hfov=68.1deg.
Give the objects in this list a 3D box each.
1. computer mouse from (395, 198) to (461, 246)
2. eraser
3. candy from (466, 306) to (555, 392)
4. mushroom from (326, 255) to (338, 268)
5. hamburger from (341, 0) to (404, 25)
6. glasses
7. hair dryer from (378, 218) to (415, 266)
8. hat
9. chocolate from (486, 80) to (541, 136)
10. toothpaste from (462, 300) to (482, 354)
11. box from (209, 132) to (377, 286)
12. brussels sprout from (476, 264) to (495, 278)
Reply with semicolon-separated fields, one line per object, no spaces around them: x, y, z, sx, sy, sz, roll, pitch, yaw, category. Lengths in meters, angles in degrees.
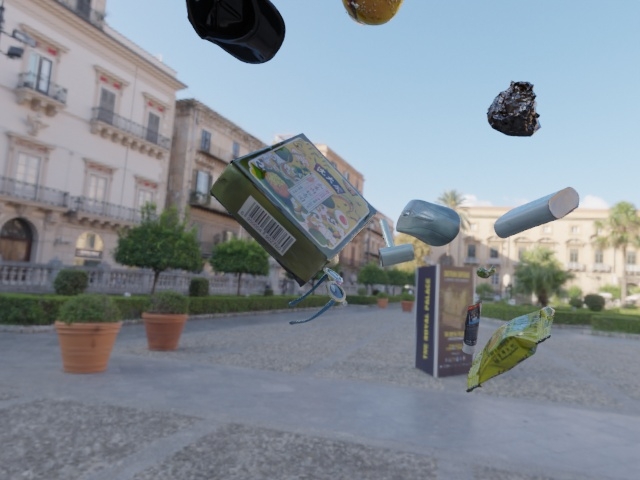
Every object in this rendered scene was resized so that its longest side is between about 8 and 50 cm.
0.467;-0.094;2.156;0.122;0.188;0.371;31;-4;-33;computer mouse
0.710;-0.088;1.566;0.174;0.081;0.227;-25;-2;-30;eraser
0.513;0.292;1.297;0.297;0.081;0.187;-48;-4;33;candy
0.000;0.000;1.859;0.254;0.234;0.260;-14;-12;-5;mushroom
0.194;-0.886;1.621;0.227;0.295;0.151;22;2;-11;hamburger
-0.027;0.186;1.616;0.221;0.088;0.189;-27;26;10;glasses
0.278;-0.002;1.859;0.131;0.236;0.073;-12;-46;1;hair dryer
-0.256;-0.683;1.427;0.336;0.238;0.209;40;13;-15;hat
0.801;-0.555;1.926;0.224;0.206;0.177;37;-31;27;chocolate
0.530;0.304;1.653;0.071;0.193;0.045;-16;26;-30;toothpaste
-0.058;-0.112;1.410;0.138;0.373;0.420;-46;-3;35;box
0.699;0.133;1.989;0.084;0.050;0.046;-10;-5;-11;brussels sprout
